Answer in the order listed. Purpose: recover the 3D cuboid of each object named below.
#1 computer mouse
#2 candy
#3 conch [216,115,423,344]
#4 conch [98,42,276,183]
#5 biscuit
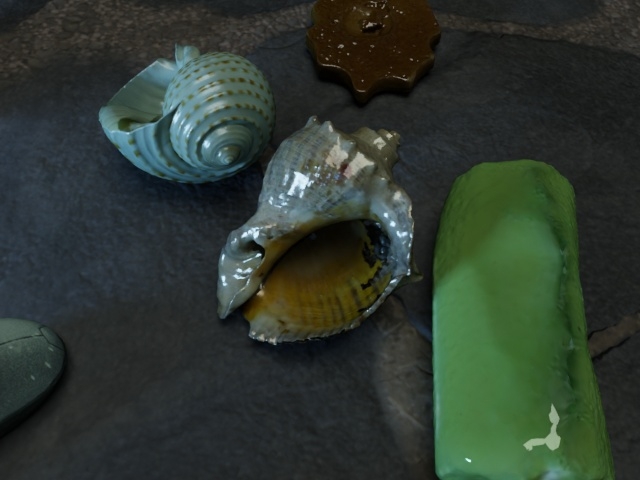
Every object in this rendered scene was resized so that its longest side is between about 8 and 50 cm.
[{"bbox_3d":[-0.325,0.137,0.524,0.229,0.068,0.113,-35,64,-25],"label":"computer mouse"},{"bbox_3d":[0.180,0.074,0.591,0.142,0.132,0.343,-19,44,34],"label":"candy"},{"bbox_3d":[0.000,0.000,0.605,0.245,0.163,0.178,-44,49,3],"label":"conch"},{"bbox_3d":[-0.132,-0.131,0.693,0.172,0.131,0.200,-32,32,4],"label":"conch"},{"bbox_3d":[0.068,-0.263,0.858,0.182,0.034,0.215,12,58,3],"label":"biscuit"}]
